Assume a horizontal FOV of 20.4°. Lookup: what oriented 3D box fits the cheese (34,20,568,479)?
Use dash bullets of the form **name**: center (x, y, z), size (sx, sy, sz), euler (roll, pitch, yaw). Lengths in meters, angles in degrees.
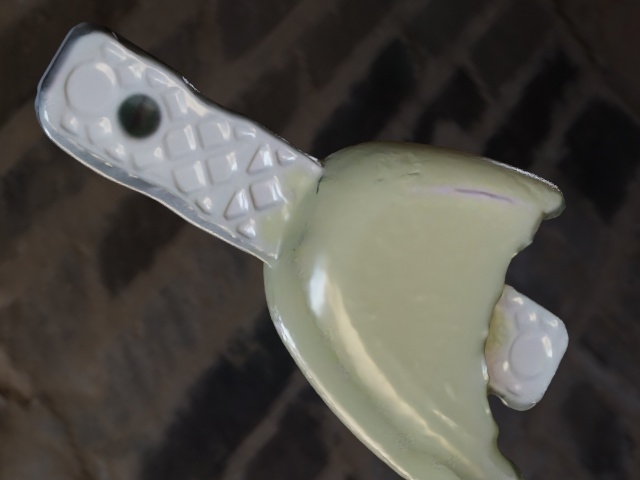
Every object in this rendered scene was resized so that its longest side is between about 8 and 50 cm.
- **cheese**: center (0.000, 0.000, 0.643), size (0.127, 0.235, 0.050), euler (-63, 21, -8)
